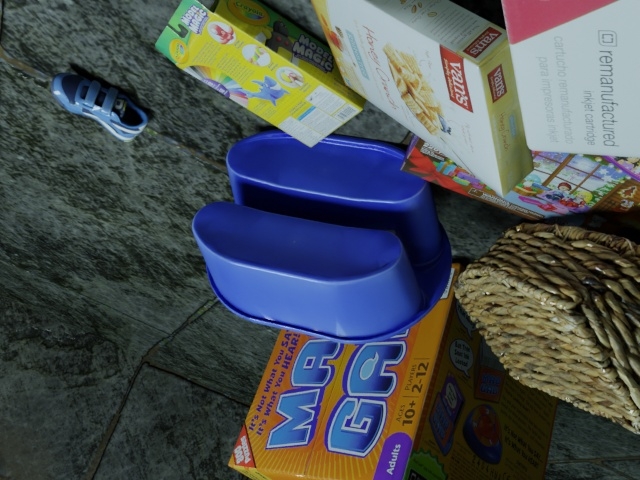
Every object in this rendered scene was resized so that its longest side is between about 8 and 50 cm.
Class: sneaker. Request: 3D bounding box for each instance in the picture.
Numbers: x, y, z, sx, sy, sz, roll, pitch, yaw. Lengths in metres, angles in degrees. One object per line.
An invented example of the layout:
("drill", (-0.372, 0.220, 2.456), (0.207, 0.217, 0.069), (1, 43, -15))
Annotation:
("sneaker", (-0.303, -0.192, 1.069), (0.144, 0.053, 0.059), (28, 156, -37))

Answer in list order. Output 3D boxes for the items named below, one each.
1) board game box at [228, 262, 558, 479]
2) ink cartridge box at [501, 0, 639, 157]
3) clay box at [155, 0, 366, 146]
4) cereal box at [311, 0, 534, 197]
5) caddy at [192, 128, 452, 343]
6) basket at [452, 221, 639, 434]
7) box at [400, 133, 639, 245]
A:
("board game box", (0.140, 0.295, 1.292), (0.356, 0.356, 0.356), (-9, 139, 44))
("ink cartridge box", (0.322, -0.182, 0.480), (0.385, 0.160, 0.279), (8, 152, 26))
("clay box", (-0.065, -0.199, 0.869), (0.222, 0.053, 0.127), (31, 154, -19))
("cereal box", (0.087, -0.160, 0.703), (0.240, 0.047, 0.173), (44, 170, 37))
("caddy", (0.000, 0.000, 1.009), (0.341, 0.241, 0.179), (11, 149, 20))
("basket", (0.325, 0.053, 0.919), (0.213, 0.223, 0.299), (55, 170, -9))
("box", (0.253, -0.091, 0.842), (0.293, 0.057, 0.201), (20, 155, 0))
